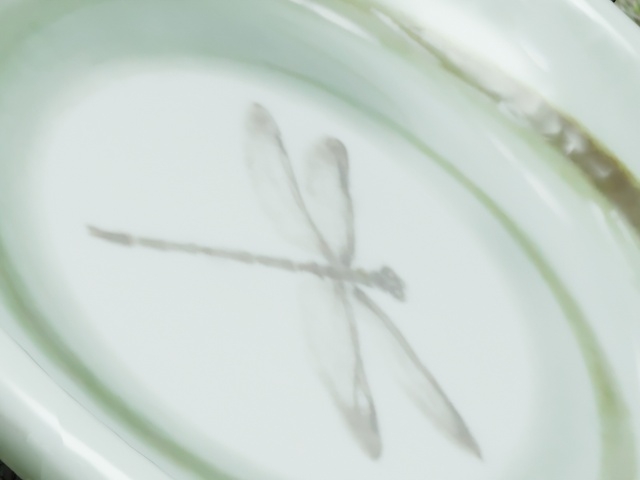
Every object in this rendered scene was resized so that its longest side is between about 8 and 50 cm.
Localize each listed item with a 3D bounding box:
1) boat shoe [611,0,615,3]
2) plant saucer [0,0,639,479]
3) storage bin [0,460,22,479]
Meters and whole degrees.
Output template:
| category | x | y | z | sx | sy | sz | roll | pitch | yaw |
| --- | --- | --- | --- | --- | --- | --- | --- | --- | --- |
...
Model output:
| category | x | y | z | sx | sy | sz | roll | pitch | yaw |
| --- | --- | --- | --- | --- | --- | --- | --- | --- | --- |
| boat shoe | 0.113 | -0.134 | 0.957 | 0.223 | 0.073 | 0.080 | -26 | 90 | -49 |
| plant saucer | 0.000 | 0.000 | 0.615 | 0.400 | 0.100 | 0.400 | 24 | 36 | -19 |
| storage bin | -0.063 | 0.128 | 0.631 | 0.122 | 0.084 | 0.180 | 17 | 60 | -40 |
